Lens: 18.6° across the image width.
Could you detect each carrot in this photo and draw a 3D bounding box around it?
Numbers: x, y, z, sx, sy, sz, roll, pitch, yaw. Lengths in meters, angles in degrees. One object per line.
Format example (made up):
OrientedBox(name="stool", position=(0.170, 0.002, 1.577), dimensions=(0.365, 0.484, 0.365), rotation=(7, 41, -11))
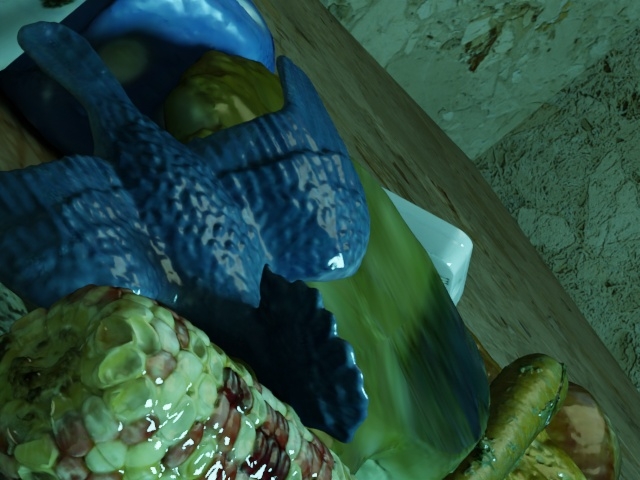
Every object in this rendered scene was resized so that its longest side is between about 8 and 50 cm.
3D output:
OrientedBox(name="carrot", position=(0.098, 0.142, 1.230), dimensions=(0.049, 0.049, 0.254), rotation=(50, 40, -5))

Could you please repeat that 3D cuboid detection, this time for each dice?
OrientedBox(name="dice", position=(-0.122, -0.130, 1.220), dimensions=(0.146, 0.143, 0.146), rotation=(44, 11, -41))

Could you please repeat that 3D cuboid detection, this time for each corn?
OrientedBox(name="corn", position=(-0.030, 0.122, 0.822), dimensions=(0.290, 0.098, 0.098), rotation=(48, 9, -38))

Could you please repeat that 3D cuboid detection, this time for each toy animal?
OrientedBox(name="toy animal", position=(-0.063, -0.010, 0.902), dimensions=(0.239, 0.176, 0.255), rotation=(-18, 79, -42))

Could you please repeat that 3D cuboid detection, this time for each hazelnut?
OrientedBox(name="hazelnut", position=(0.149, 0.168, 1.429), dimensions=(0.143, 0.143, 0.154), rotation=(40, 30, -51))

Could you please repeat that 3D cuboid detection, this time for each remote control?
OrientedBox(name="remote control", position=(-0.014, -0.029, 1.324), dimensions=(0.250, 0.034, 0.103), rotation=(29, -23, 13))

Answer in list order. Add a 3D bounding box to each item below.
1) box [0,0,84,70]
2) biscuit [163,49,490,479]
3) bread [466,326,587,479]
OrientedBox(name="box", position=(-0.144, -0.173, 0.992), dimensions=(0.067, 0.233, 0.149), rotation=(54, 8, 15))
OrientedBox(name="biscuit", position=(0.008, 0.055, 1.112), dimensions=(0.329, 0.078, 0.335), rotation=(53, 24, -32))
OrientedBox(name="bread", position=(0.079, 0.131, 1.328), dimensions=(0.139, 0.077, 0.271), rotation=(-11, 54, -46))
